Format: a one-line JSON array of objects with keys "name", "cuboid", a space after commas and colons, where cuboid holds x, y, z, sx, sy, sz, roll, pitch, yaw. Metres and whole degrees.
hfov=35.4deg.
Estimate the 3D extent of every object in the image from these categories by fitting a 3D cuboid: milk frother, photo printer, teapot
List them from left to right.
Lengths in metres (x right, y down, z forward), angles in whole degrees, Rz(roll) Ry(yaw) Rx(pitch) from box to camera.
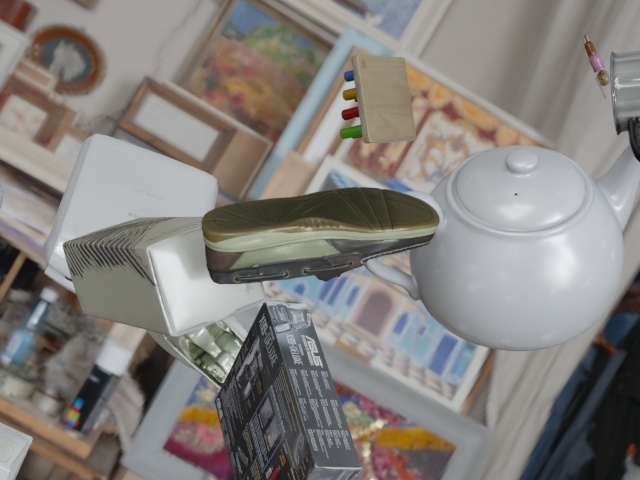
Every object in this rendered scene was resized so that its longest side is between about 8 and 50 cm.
[{"name": "photo printer", "cuboid": [-0.315, -0.016, 1.683, 0.256, 0.107, 0.307, 21, 46, -14]}, {"name": "teapot", "cuboid": [0.208, -0.017, 1.094, 0.252, 0.256, 0.187, 18, -42, 26]}, {"name": "milk frother", "cuboid": [0.337, -0.149, 0.927, 0.134, 0.129, 0.143, -5, -39, 21]}]

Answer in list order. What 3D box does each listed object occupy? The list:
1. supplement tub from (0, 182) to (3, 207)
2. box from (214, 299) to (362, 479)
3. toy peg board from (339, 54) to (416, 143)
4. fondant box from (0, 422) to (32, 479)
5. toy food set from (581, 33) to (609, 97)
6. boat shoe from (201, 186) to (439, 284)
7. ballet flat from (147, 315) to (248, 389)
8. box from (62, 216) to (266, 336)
[{"name": "supplement tub", "cuboid": [-0.649, -0.094, 1.680, 0.144, 0.144, 0.199, 33, -5, 31]}, {"name": "box", "cuboid": [-0.059, 0.278, 1.471, 0.076, 0.242, 0.307, 7, 39, -26]}, {"name": "toy peg board", "cuboid": [0.095, -0.259, 1.886, 0.079, 0.161, 0.161, -8, 1, 38]}, {"name": "fondant box", "cuboid": [-0.560, 0.360, 1.331, 0.238, 0.330, 0.096, 26, 16, -4]}, {"name": "toy food set", "cuboid": [0.463, -0.301, 1.680, 0.078, 0.019, 0.122, 42, 33, -51]}, {"name": "boat shoe", "cuboid": [0.000, 0.001, 0.938, 0.223, 0.073, 0.080, -4, 33, -15]}, {"name": "ballet flat", "cuboid": [-0.189, 0.204, 1.862, 0.400, 0.139, 0.139, 41, 6, 13]}, {"name": "box", "cuboid": [-0.175, 0.031, 1.066, 0.113, 0.094, 0.275, -21, 11, -30]}]
